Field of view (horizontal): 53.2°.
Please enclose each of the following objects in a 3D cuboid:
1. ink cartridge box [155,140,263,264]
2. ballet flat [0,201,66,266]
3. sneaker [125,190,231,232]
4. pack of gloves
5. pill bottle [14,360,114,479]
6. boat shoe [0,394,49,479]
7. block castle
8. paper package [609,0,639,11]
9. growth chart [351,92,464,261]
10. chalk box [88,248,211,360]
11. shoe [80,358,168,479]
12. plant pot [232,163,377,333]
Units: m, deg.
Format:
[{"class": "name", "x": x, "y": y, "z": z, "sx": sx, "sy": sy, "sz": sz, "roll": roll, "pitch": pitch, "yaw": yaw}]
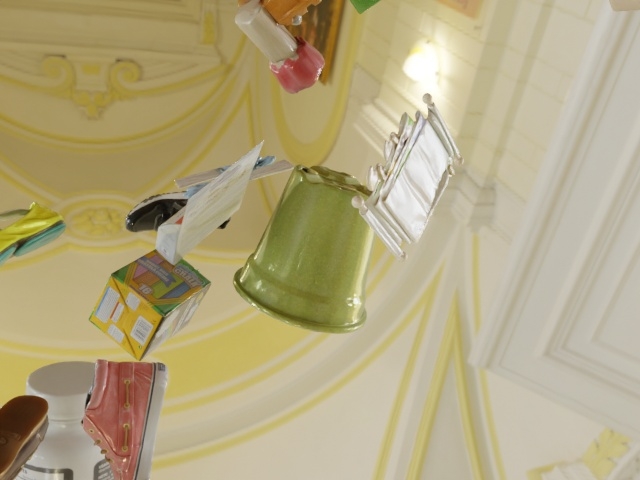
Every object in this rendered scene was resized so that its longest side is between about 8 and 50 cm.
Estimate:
[{"class": "ink cartridge box", "x": -0.200, "y": -0.077, "z": 1.127, "sx": 0.066, "sy": 0.232, "sz": 0.189, "roll": 39, "pitch": -123, "yaw": 9}, {"class": "ballet flat", "x": -0.481, "y": 0.001, "z": 0.960, "sx": 0.077, "sy": 0.077, "sz": 0.231, "roll": 46, "pitch": -152, "yaw": -6}, {"class": "sneaker", "x": -0.374, "y": -0.058, "z": 1.717, "sx": 0.283, "sy": 0.107, "sz": 0.124, "roll": -18, "pitch": -117, "yaw": -30}, {"class": "pack of gloves", "x": -0.186, "y": -0.125, "z": 1.367, "sx": 0.232, "sy": 0.046, "sz": 0.195, "roll": -17, "pitch": -161, "yaw": -13}, {"class": "pill bottle", "x": -0.407, "y": 0.368, "z": 1.033, "sx": 0.176, "sy": 0.318, "sz": 0.176, "roll": 6, "pitch": -168, "yaw": -1}, {"class": "boat shoe", "x": -0.373, "y": 0.254, "z": 0.720, "sx": 0.073, "sy": 0.073, "sz": 0.207, "roll": 20, "pitch": -166, "yaw": 4}, {"class": "block castle", "x": 0.074, "y": -0.471, "z": 1.040, "sx": 0.213, "sy": 0.453, "sz": 0.303, "roll": 38, "pitch": -151, "yaw": -47}, {"class": "paper package", "x": 0.448, "y": -0.414, "z": 0.659, "sx": 0.325, "sy": 0.309, "sz": 0.168, "roll": 18, "pitch": -114, "yaw": 50}, {"class": "growth chart", "x": 0.129, "y": -0.091, "z": 0.890, "sx": 0.021, "sy": 0.172, "sz": 0.237, "roll": 8, "pitch": -126, "yaw": 40}, {"class": "chalk box", "x": -0.315, "y": 0.107, "z": 1.245, "sx": 0.132, "sy": 0.132, "sz": 0.213, "roll": 37, "pitch": -153, "yaw": 6}, {"class": "shoe", "x": -0.227, "y": 0.219, "z": 0.710, "sx": 0.081, "sy": 0.177, "sz": 0.063, "roll": 11, "pitch": -179, "yaw": -19}, {"class": "plant pot", "x": 0.000, "y": 0.000, "z": 1.222, "sx": 0.276, "sy": 0.253, "sz": 0.276, "roll": 18, "pitch": -164, "yaw": -5}]
